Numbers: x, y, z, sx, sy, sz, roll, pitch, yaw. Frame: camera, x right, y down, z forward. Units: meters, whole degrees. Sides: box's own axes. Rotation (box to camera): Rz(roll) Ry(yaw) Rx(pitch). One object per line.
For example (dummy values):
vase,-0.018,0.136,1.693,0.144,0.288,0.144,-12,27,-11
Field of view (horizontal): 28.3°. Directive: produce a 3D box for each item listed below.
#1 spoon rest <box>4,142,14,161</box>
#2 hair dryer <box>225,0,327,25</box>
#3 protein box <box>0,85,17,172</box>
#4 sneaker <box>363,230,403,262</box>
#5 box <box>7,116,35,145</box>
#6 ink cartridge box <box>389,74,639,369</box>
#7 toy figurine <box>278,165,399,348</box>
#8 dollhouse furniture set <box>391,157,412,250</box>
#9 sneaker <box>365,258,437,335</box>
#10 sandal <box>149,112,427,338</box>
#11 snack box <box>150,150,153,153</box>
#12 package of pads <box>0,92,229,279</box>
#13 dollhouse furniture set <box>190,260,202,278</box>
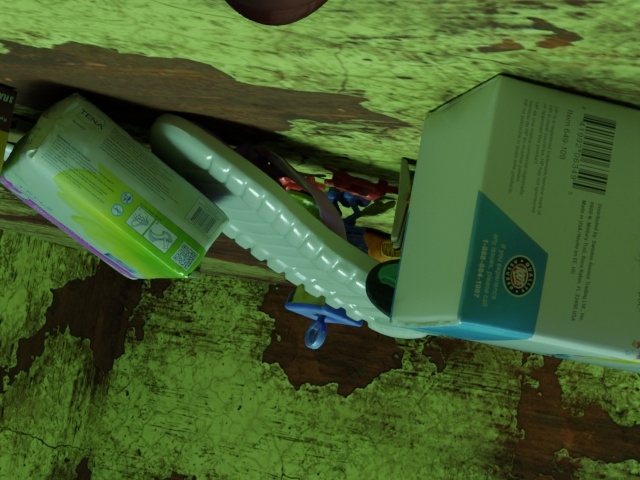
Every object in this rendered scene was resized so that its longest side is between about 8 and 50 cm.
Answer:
spoon rest,-0.395,-0.093,1.714,0.276,0.084,0.137,-2,-177,-33
hair dryer,-0.081,-0.181,0.633,0.223,0.080,0.293,26,179,37
protein box,-0.466,-0.087,1.413,0.201,0.200,0.136,4,172,44
sneaker,0.110,0.013,2.102,0.067,0.064,0.175,-10,172,28
box,-0.394,-0.135,1.693,0.164,0.021,0.201,7,173,31
ink cartridge box,0.226,0.002,1.070,0.270,0.198,0.197,12,173,-12
toy figurine,-0.021,0.031,1.684,0.191,0.217,0.362,14,172,-32
dollhouse furniture set,0.213,0.011,1.470,0.262,0.135,0.259,10,174,6
sneaker,0.157,0.077,1.436,0.223,0.083,0.098,11,168,-1
sandal,-0.025,-0.028,1.484,0.416,0.102,0.169,39,156,-22
snack box,-0.147,-0.064,1.620,0.141,0.037,0.100,34,-179,19
package of pads,-0.251,-0.056,1.480,0.229,0.101,0.296,40,165,-15
dollhouse furniture set,-0.294,-0.017,2.107,0.183,0.129,0.129,12,174,-24
